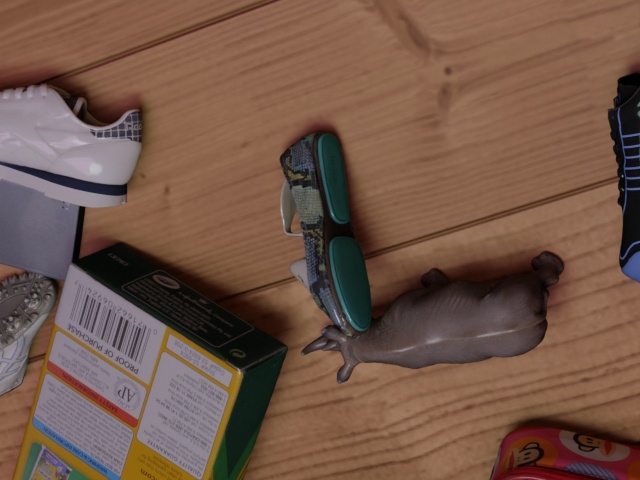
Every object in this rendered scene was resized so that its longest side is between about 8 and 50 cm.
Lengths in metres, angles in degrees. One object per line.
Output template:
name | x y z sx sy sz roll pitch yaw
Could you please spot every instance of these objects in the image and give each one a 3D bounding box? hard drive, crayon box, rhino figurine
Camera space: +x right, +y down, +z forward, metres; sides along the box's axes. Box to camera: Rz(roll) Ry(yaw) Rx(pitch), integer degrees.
hard drive | -0.289 -0.022 1.842 0.135 0.022 0.094 15 117 9
crayon box | -0.173 0.191 1.841 0.203 0.083 0.323 31 119 22
rhino figurine | 0.093 0.074 1.734 0.243 0.106 0.073 -12 109 19

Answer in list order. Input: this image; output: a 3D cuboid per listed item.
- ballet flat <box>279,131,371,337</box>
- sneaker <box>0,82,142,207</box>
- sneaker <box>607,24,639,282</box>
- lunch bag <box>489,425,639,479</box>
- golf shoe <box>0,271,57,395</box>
ballet flat | 0.000 0.000 1.720 0.070 0.070 0.188 -15 72 21
sneaker | -0.274 -0.103 1.777 0.235 0.090 0.094 15 104 4
sneaker | 0.276 -0.078 1.637 0.090 0.081 0.232 20 110 9
lunch bag | 0.258 0.326 1.804 0.258 0.120 0.293 13 118 5
golf shoe | -0.306 0.102 1.890 0.176 0.069 0.086 -43 142 12
